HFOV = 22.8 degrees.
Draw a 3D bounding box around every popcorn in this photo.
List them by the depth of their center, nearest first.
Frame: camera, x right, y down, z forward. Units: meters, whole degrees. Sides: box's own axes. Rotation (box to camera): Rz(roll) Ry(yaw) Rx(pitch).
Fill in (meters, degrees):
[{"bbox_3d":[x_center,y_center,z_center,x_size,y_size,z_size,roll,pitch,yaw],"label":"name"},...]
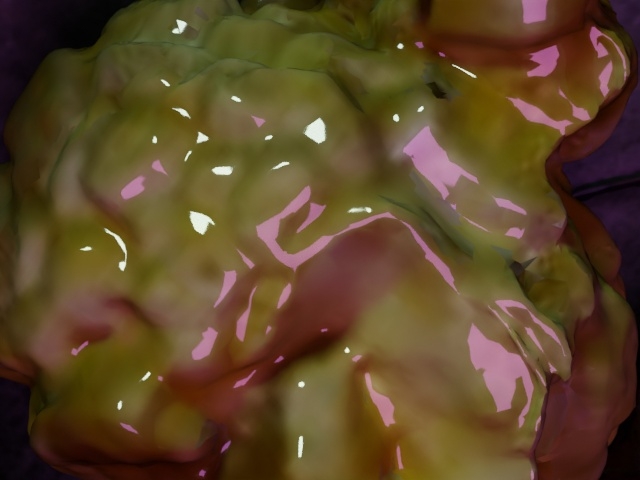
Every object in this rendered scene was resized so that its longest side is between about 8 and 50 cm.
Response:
[{"bbox_3d":[0.000,0.000,0.627,0.265,0.225,0.332,16,113,0],"label":"popcorn"}]

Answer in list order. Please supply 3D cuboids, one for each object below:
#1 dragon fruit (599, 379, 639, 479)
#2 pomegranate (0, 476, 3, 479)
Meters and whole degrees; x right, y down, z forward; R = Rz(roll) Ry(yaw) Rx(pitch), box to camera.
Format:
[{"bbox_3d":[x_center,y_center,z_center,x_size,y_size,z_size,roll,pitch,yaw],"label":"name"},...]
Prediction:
[{"bbox_3d":[0.242,0.138,0.767,0.241,0.241,0.252,-24,113,6],"label":"dragon fruit"},{"bbox_3d":[-0.281,0.223,0.625,0.417,0.416,0.416,-5,126,-7],"label":"pomegranate"}]
